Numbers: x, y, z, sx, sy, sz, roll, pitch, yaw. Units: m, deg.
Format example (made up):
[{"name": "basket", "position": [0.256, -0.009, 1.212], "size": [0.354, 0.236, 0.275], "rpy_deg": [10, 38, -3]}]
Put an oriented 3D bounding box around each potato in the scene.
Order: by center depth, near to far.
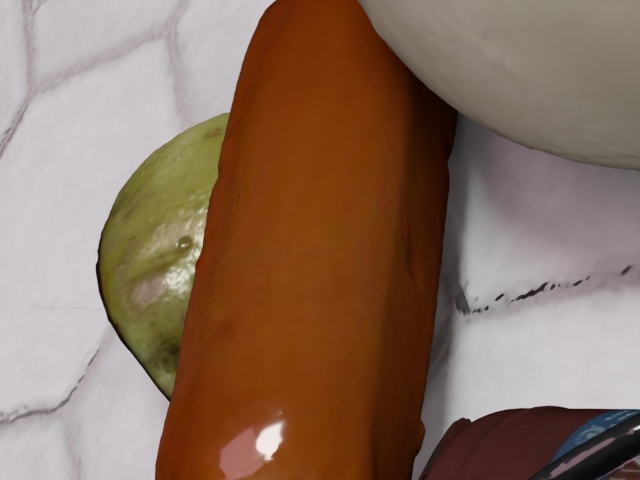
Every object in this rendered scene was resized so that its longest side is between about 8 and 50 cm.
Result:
[{"name": "potato", "position": [-0.039, 0.000, 0.831], "size": [0.120, 0.081, 0.149], "rpy_deg": [-42, 37, 25]}]

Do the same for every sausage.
[{"name": "sausage", "position": [0.001, 0.000, 0.734], "size": [0.097, 0.094, 0.348], "rpy_deg": [-2, 49, 13]}]

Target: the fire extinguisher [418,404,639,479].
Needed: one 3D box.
[{"name": "fire extinguisher", "position": [0.137, 0.089, 0.535], "size": [0.141, 0.105, 0.341], "rpy_deg": [-31, 17, -36]}]

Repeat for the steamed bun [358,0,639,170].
[{"name": "steamed bun", "position": [0.132, -0.217, 0.649], "size": [0.374, 0.241, 0.374], "rpy_deg": [-30, 46, 37]}]
